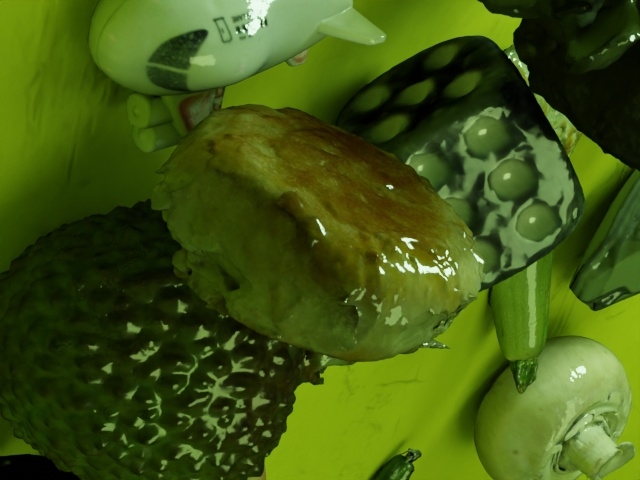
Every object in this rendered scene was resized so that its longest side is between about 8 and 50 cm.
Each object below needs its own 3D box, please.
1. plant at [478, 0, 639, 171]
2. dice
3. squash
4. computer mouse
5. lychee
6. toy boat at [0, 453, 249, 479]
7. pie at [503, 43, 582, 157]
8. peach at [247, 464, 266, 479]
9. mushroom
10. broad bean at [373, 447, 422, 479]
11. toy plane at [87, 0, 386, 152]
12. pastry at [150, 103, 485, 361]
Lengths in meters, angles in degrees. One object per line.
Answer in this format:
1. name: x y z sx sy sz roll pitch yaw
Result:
1. plant: 0.273 -0.186 1.363 0.213 0.215 0.312 -48 139 7
2. dice: 0.130 -0.070 1.508 0.181 0.183 0.182 -31 117 5
3. squash: 0.251 0.096 2.037 0.090 0.075 0.200 -35 130 -58
4. computer mouse: 0.489 -0.075 2.086 0.429 0.145 0.228 -39 159 7
5. lychee: -0.129 0.092 1.346 0.320 0.270 0.270 37 95 -26
6. toy boat: -0.202 0.257 1.412 0.134 0.298 0.092 -42 132 -66
7. pie: 0.206 -0.132 1.693 0.248 0.090 0.201 -20 131 -39
8. peach: -0.139 0.253 1.577 0.232 0.232 0.232 -33 147 -25
9. mushroom: 0.332 0.249 2.198 0.246 0.202 0.246 -23 134 -27
10. broad bean: 0.069 0.381 2.156 0.065 0.046 0.254 -13 135 -44
11. toy plane: -0.070 -0.170 1.258 0.252 0.118 0.252 -30 144 -25
12. pastry: -0.003 -0.004 1.220 0.121 0.257 0.236 -60 164 24
